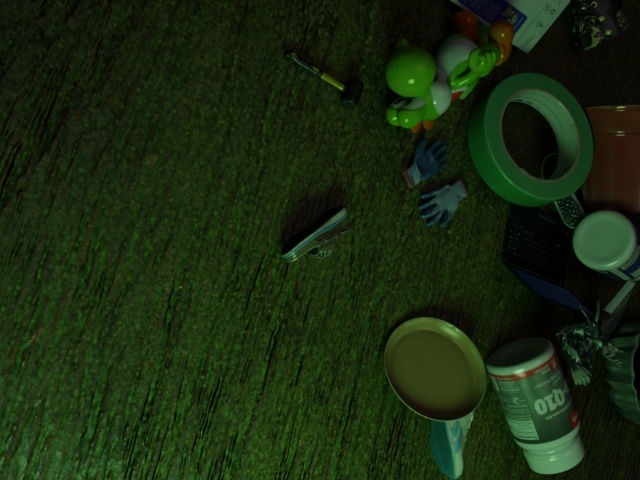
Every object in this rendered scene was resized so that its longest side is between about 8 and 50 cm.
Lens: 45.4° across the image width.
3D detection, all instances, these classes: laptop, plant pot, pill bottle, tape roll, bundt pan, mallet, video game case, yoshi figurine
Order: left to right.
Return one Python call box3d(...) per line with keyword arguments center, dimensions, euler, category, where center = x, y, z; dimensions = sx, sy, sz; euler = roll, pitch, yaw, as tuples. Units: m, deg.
box3d(center=(0.006, -0.335, 1.598), dimensions=(0.189, 0.039, 0.062), euler=(19, 72, -27), category="mallet")
box3d(center=(0.243, 0.278, 1.647), dimensions=(0.236, 0.032, 0.236), euler=(9, 57, -14), category="plant pot")
box3d(center=(0.269, -0.399, 1.696), dimensions=(0.203, 0.203, 0.362), euler=(47, 64, -3), category="yoshi figurine")
box3d(center=(0.512, -0.245, 1.860), dimensions=(0.321, 0.077, 0.321), euler=(5, 76, -23), category="tape roll")
box3d(center=(0.508, 0.385, 1.787), dimensions=(0.161, 0.161, 0.283), euler=(-29, 101, -32), category="pill bottle")
box3d(center=(0.574, 0.043, 1.878), dimensions=(0.234, 0.136, 0.264), euler=(21, 75, -31), category="laptop")
box3d(center=(0.729, 0.219, 1.969), dimensions=(0.201, 0.023, 0.183), euler=(-38, 146, -31), category="video game case")
box3d(center=(0.759, 0.024, 1.961), dimensions=(0.264, 0.153, 0.153), euler=(21, 73, -52), category="pill bottle")
box3d(center=(0.779, -0.204, 1.978), dimensions=(0.272, 0.272, 0.265), euler=(-2, 95, -34), category="plant pot")
box3d(center=(0.887, 0.350, 2.067), dimensions=(0.330, 0.124, 0.331), euler=(3, 84, -33), category="bundt pan")

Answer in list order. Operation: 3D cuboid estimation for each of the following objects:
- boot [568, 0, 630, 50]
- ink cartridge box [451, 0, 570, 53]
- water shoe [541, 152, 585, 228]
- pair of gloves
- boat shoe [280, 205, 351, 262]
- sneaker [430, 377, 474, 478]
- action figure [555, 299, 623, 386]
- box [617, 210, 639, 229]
box3d(center=(0.667, -0.639, 2.010), dimensions=(0.377, 0.138, 0.284), euler=(-36, 105, -36), category="boot")
box3d(center=(0.429, -0.597, 1.830), dimensions=(0.332, 0.065, 0.165), euler=(23, 118, -32), category="ink cartridge box")
box3d(center=(0.623, -0.125, 1.979), dimensions=(0.080, 0.073, 0.203), euler=(1, 71, -71), category="water shoe")
box3d(center=(0.260, -0.135, 1.755), dimensions=(0.159, 0.023, 0.198), euler=(-39, 107, -32), category="pair of gloves")
box3d(center=(0.000, 0.000, 1.541), dimensions=(0.183, 0.066, 0.066), euler=(-37, 107, -31), category="boat shoe")
box3d(center=(0.294, 0.407, 1.685), dimensions=(0.092, 0.087, 0.229), euler=(-4, 87, -26), category="sneaker")
box3d(center=(0.628, 0.266, 1.809), dimensions=(0.164, 0.141, 0.276), euler=(-21, 142, -16), category="action figure")
box3d(center=(0.912, -0.011, 2.126), dimensions=(0.153, 0.108, 0.207), euler=(-1, 86, -34), category="box")
